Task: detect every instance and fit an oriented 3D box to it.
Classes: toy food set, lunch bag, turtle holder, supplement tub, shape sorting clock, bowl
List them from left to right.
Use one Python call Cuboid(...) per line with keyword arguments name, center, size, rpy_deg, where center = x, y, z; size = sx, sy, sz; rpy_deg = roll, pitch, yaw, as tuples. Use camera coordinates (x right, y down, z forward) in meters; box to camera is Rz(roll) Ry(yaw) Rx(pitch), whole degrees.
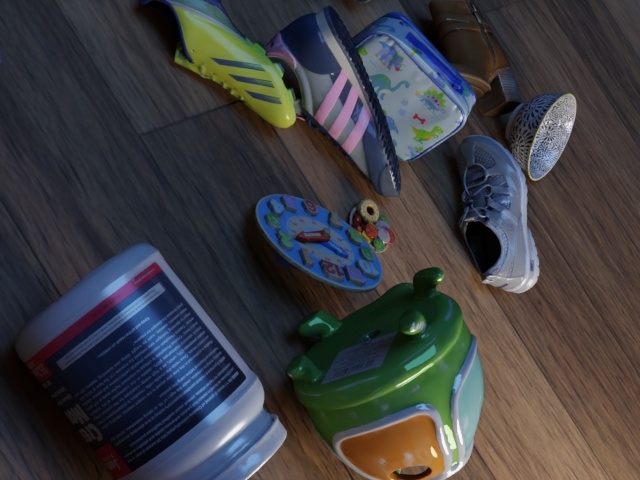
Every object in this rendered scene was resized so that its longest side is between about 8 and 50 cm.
Cuboid(name="supplement tub", center=(-0.185, 0.157, 1.302), size=(0.272, 0.191, 0.191), rpy_deg=(52, 41, -3))
Cuboid(name="shape sorting clock", center=(0.000, 0.000, 1.658), size=(0.206, 0.040, 0.206), rpy_deg=(26, 30, -16))
Cuboid(name="toy food set", center=(0.078, -0.019, 1.803), size=(0.082, 0.020, 0.083), rpy_deg=(46, 41, -11))
Cuboid(name="turtle holder", center=(0.096, 0.184, 1.558), size=(0.227, 0.243, 0.320), rpy_deg=(62, -3, -14))
Cuboid(name="lunch bag", center=(0.129, -0.244, 1.883), size=(0.219, 0.176, 0.090), rpy_deg=(42, 42, -13))
Cuboid(name="bowl", center=(0.391, -0.202, 2.155), size=(0.080, 0.170, 0.170), rpy_deg=(27, 31, 28))

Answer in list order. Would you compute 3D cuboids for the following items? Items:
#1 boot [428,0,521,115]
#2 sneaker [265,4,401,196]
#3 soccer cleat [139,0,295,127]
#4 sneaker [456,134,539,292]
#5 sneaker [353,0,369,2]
Cuboid(name="boot", center=(0.247, -0.343, 2.111), size=(0.283, 0.109, 0.220), rpy_deg=(-3, 68, -48))
Cuboid(name="sneaker", center=(0.023, -0.197, 1.822), size=(0.112, 0.131, 0.319), rpy_deg=(-76, 144, -66))
Cuboid(name="soccer cleat", center=(-0.149, -0.267, 1.721), size=(0.121, 0.093, 0.289), rpy_deg=(-42, 102, -19))
Cuboid(name="sneaker", center=(0.280, -0.052, 1.954), size=(0.115, 0.105, 0.281), rpy_deg=(4, 62, -42))
Cuboid(name="sneaker", center=(0.083, -0.480, 2.062), size=(0.331, 0.122, 0.146), rpy_deg=(-5, 86, -47))
